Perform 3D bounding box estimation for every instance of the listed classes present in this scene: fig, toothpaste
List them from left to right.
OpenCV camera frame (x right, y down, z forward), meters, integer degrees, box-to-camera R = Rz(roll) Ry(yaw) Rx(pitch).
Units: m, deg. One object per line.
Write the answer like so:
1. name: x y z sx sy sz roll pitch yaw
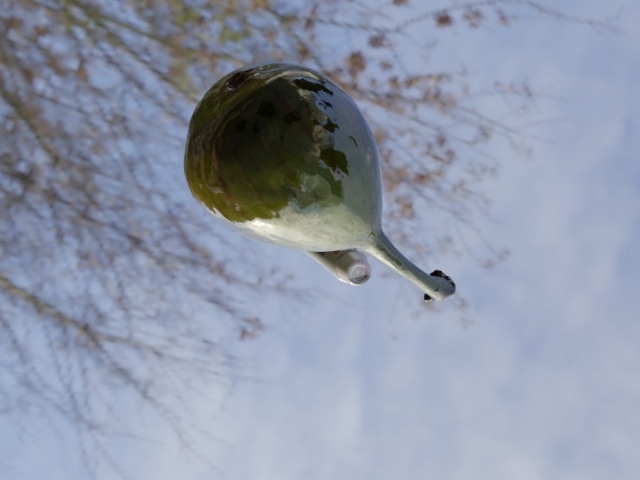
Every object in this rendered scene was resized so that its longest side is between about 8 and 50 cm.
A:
1. toothpaste: 0.000 0.000 1.493 0.052 0.033 0.218 -36 -156 -6
2. fig: 0.001 -0.021 1.257 0.151 0.259 0.151 -32 -161 12
